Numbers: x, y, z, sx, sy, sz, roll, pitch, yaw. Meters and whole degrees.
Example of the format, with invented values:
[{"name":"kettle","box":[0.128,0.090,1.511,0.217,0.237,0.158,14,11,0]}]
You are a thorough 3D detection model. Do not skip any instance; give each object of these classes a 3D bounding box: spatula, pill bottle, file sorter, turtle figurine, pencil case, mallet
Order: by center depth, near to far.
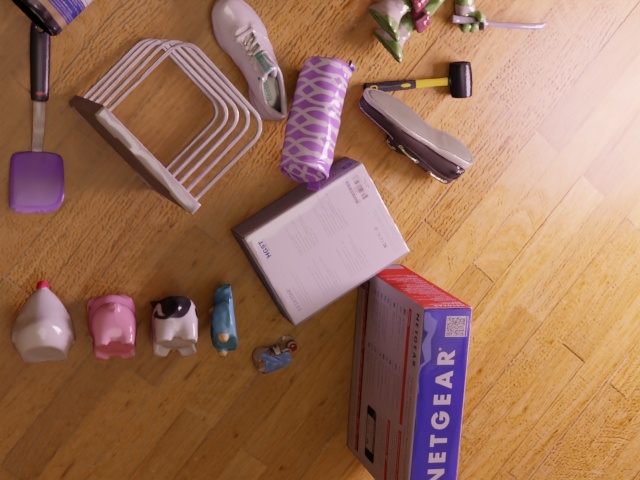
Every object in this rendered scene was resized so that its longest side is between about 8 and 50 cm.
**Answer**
[{"name":"pill bottle","box":[-0.356,-0.414,1.734,0.219,0.123,0.123,-47,111,-7]},{"name":"file sorter","box":[-0.226,-0.183,1.744,0.173,0.277,0.193,-46,111,-6]},{"name":"spatula","box":[-0.428,-0.190,1.808,0.084,0.030,0.297,1,100,-19]},{"name":"pencil case","box":[-0.007,-0.192,1.885,0.086,0.088,0.206,9,72,17]},{"name":"turtle figurine","box":[0.229,-0.379,1.893,0.266,0.198,0.275,-38,106,-3]},{"name":"mallet","box":[0.165,-0.271,1.982,0.189,0.039,0.062,0,102,-14]}]

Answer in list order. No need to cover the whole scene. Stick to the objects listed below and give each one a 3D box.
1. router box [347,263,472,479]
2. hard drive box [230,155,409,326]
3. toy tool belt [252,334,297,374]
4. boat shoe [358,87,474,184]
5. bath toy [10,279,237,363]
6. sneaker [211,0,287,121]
[{"name":"router box","box":[0.137,0.234,1.934,0.082,0.301,0.336,1,102,-17]},{"name":"hard drive box","box":[0.000,0.000,1.954,0.232,0.089,0.181,-32,109,-10]},{"name":"toy tool belt","box":[-0.071,0.196,1.991,0.083,0.051,0.052,-23,107,-12]},{"name":"boat shoe","box":[0.148,-0.169,1.971,0.227,0.081,0.069,32,123,-19]},{"name":"bath toy","box":[-0.307,0.124,1.864,0.348,0.151,0.129,0,63,-15]},{"name":"sneaker","box":[-0.099,-0.286,1.860,0.080,0.094,0.212,-29,108,-9]}]
